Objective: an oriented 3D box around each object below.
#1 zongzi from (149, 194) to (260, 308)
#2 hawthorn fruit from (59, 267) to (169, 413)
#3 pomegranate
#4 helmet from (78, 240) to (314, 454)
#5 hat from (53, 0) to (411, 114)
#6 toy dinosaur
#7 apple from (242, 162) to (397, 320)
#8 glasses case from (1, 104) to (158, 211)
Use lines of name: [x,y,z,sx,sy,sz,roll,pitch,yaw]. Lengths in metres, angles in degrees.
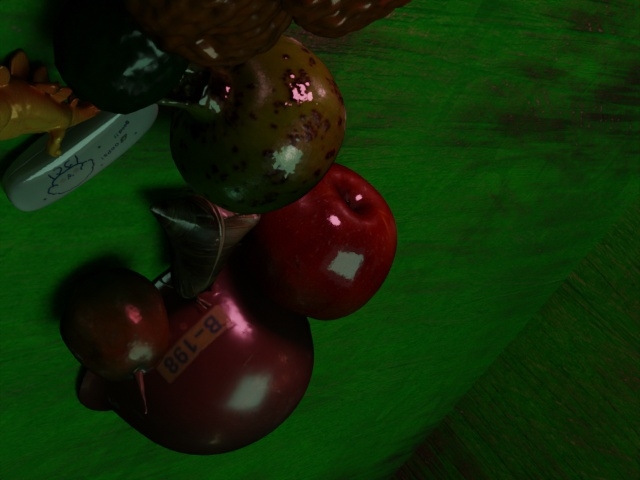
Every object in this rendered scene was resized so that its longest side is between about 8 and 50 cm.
zongzi: [-0.192,0.014,1.601,0.184,0.084,0.187,-8,138,-48]
hawthorn fruit: [-0.261,0.126,1.590,0.149,0.189,0.149,-32,-175,3]
pomegranate: [-0.089,-0.141,1.353,0.211,0.211,0.263,-47,144,13]
helmet: [-0.152,0.205,1.818,0.385,0.230,0.337,-41,157,-4]
hat: [-0.101,-0.282,1.106,0.400,0.285,0.285,-21,160,14]
toy dinosaur: [-0.321,-0.129,1.185,0.288,0.070,0.117,-21,139,-46]
apple: [0.000,0.000,1.708,0.218,0.218,0.201,-3,136,-55]
glasses case: [-0.265,-0.104,1.328,0.197,0.049,0.076,-38,156,-10]
